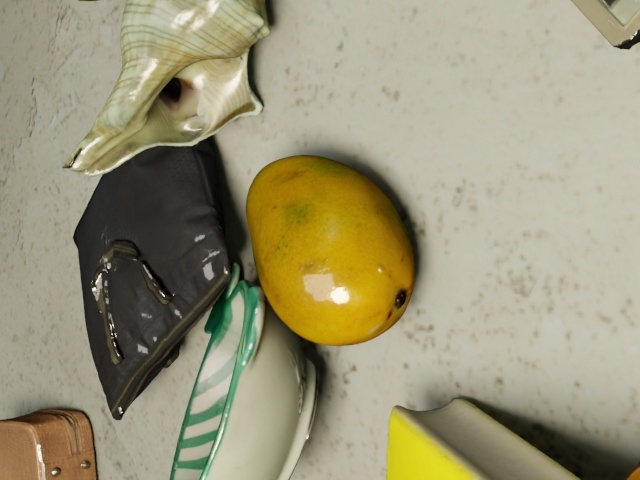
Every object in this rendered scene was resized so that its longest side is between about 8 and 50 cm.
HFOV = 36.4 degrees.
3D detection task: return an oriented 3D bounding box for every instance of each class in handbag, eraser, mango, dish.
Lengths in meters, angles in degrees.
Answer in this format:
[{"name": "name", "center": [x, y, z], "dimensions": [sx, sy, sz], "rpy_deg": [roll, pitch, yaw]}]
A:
[{"name": "handbag", "center": [-0.157, 0.014, 0.870], "dimensions": [0.254, 0.088, 0.211], "rpy_deg": [-48, 50, 41]}, {"name": "eraser", "center": [0.101, 0.200, 0.571], "dimensions": [0.226, 0.069, 0.158], "rpy_deg": [-154, 65, -73]}, {"name": "mango", "center": [0.005, 0.000, 0.696], "dimensions": [0.111, 0.089, 0.163], "rpy_deg": [-21, 59, 9]}, {"name": "handbag", "center": [-0.305, 0.284, 1.062], "dimensions": [0.151, 0.072, 0.193], "rpy_deg": [-5, 93, 45]}, {"name": "dish", "center": [-0.055, 0.125, 0.761], "dimensions": [0.246, 0.078, 0.224], "rpy_deg": [-90, 21, -55]}]

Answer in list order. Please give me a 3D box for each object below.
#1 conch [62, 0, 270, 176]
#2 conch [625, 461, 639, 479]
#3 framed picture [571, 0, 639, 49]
[{"name": "conch", "center": [-0.103, -0.154, 0.784], "dimensions": [0.234, 0.137, 0.114], "rpy_deg": [-59, 33, 20]}, {"name": "conch", "center": [0.194, 0.178, 0.540], "dimensions": [0.109, 0.093, 0.330], "rpy_deg": [45, 146, 12]}, {"name": "framed picture", "center": [0.196, -0.264, 0.530], "dimensions": [0.192, 0.018, 0.265], "rpy_deg": [56, 129, 24]}]
